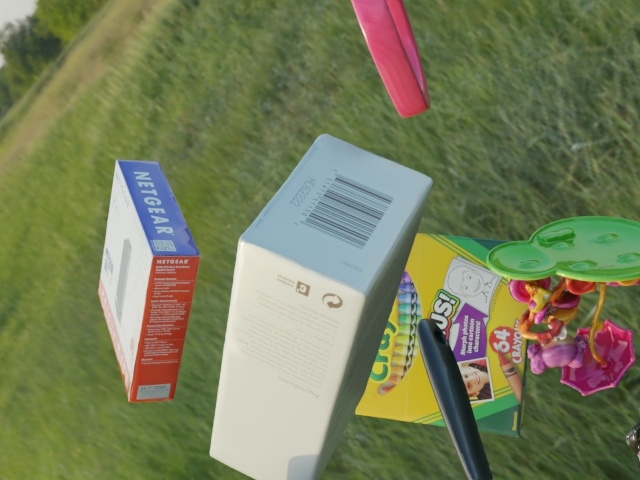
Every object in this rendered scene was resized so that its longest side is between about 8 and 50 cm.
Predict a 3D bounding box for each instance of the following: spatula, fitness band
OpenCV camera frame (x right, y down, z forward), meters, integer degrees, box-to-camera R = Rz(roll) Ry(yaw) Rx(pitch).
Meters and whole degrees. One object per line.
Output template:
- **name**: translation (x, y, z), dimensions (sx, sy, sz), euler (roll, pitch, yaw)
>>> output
- **spatula**: translation (0.127, 0.185, 0.662), dimensions (0.030, 0.084, 0.296), euler (-37, 63, 26)
- **fitness band**: translation (0.091, -0.296, 1.345), dimensions (0.054, 0.291, 0.209), euler (-16, 60, 14)

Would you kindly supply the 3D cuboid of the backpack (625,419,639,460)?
- **backpack**: translation (0.562, 0.322, 1.445), dimensions (0.152, 0.182, 0.115), euler (-32, -25, -31)

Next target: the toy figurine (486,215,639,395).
- **toy figurine**: translation (0.245, 0.078, 0.933), dimensions (0.173, 0.159, 0.130), euler (-10, 26, -10)

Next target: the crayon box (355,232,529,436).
- **crayon box**: translation (0.242, 0.171, 1.861), dimensions (0.106, 0.313, 0.362), euler (1, -87, -75)

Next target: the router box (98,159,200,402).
- **router box**: translation (-0.313, 0.064, 1.718), dimensions (0.335, 0.082, 0.301), euler (-123, 41, -52)

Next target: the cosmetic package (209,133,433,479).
- **cosmetic package**: translation (-0.010, 0.115, 1.271), dimensions (0.230, 0.162, 0.453), euler (-56, -16, -44)
